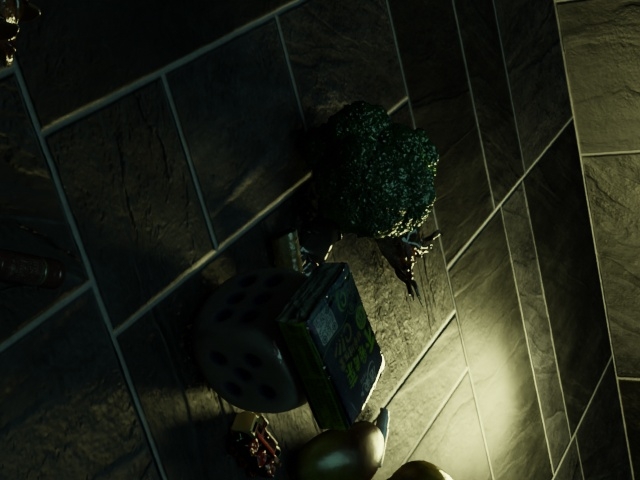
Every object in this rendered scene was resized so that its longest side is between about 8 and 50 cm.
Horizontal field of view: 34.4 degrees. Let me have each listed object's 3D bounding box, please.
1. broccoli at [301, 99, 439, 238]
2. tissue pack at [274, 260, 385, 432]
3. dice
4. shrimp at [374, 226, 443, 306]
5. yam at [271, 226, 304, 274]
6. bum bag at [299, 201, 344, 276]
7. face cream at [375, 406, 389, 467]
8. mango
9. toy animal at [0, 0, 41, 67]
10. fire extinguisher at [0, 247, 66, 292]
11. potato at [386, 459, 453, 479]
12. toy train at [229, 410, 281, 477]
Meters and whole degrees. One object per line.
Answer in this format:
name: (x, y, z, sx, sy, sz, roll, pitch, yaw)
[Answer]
broccoli: (0.101, -0.132, 2.059, 0.265, 0.245, 0.294, -44, 115, -2)
tissue pack: (0.021, 0.173, 1.709, 0.173, 0.073, 0.235, -54, 133, -44)
dice: (-0.092, 0.170, 1.777, 0.193, 0.194, 0.191, -52, 130, -44)
shrimp: (0.186, -0.006, 2.312, 0.145, 0.116, 0.343, -35, 119, -37)
yam: (-0.060, 0.044, 1.971, 0.054, 0.054, 0.132, -34, 118, -54)
bum bag: (0.000, 0.000, 2.070, 0.087, 0.049, 0.197, 60, 42, -31)
face cream: (0.131, 0.433, 2.278, 0.034, 0.034, 0.130, 41, 54, -50)
mango: (0.048, 0.438, 2.073, 0.268, 0.111, 0.133, -4, 103, -53)
toy animal: (-0.408, -0.304, 1.296, 0.089, 0.179, 0.188, -58, 135, -40)
fire extinguisher: (-0.419, 0.043, 1.398, 0.157, 0.045, 0.078, 18, 96, -58)
potato: (0.219, 0.606, 2.261, 0.285, 0.243, 0.242, -28, 113, -48)
toy train: (-0.114, 0.372, 1.869, 0.138, 0.050, 0.087, 59, 39, -39)
